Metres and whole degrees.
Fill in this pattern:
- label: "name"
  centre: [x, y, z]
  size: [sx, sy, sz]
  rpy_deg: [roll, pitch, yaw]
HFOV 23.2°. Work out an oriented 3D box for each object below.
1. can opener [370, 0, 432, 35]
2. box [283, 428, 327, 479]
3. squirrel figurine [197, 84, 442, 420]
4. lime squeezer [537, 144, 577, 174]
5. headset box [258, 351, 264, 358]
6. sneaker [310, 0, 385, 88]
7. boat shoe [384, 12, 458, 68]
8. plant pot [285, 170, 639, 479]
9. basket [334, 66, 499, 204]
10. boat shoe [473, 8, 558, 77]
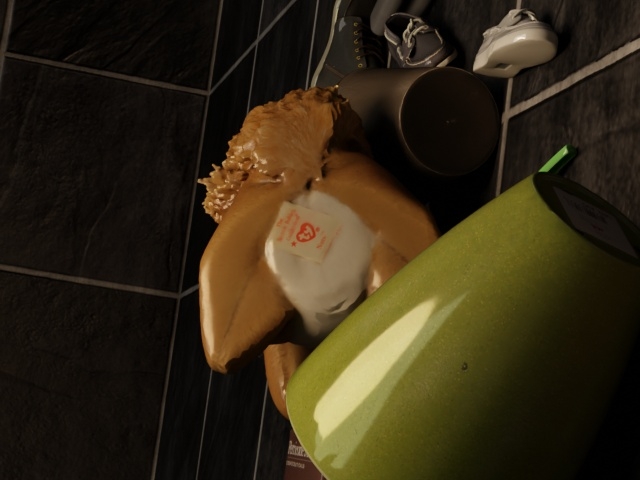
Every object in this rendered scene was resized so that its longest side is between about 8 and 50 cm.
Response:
- label: "can opener"
  centre: [0.136, -0.359, 2.080]
  size: [0.280, 0.074, 0.093]
  rpy_deg: [122, 153, -56]
- label: "box"
  centre: [0.019, 0.425, 1.879]
  size: [0.191, 0.143, 0.381]
  rpy_deg: [159, 122, -74]
- label: "squirrel figurine"
  centre: [0.011, 0.030, 1.835]
  size: [0.370, 0.281, 0.397]
  rpy_deg: [64, -171, -66]
- label: "lime squeezer"
  centre: [0.188, 0.026, 1.658]
  size: [0.110, 0.059, 0.310]
  rpy_deg: [-115, 38, -66]
- label: "headset box"
  centre: [0.000, 0.000, 2.202]
  size: [0.246, 0.131, 0.283]
  rpy_deg: [-102, 33, -56]
- label: "sneaker"
  centre: [0.070, -0.297, 2.325]
  size: [0.118, 0.083, 0.222]
  rpy_deg: [23, 96, 56]
- label: "boat shoe"
  centre: [0.122, -0.256, 2.032]
  size: [0.075, 0.065, 0.206]
  rpy_deg: [-36, 18, 2]
- label: "plant pot"
  centre: [0.159, 0.092, 1.388]
  size: [0.293, 0.275, 0.274]
  rpy_deg: [-57, 23, 23]
- label: "basket"
  centre: [0.111, -0.127, 1.883]
  size: [0.227, 0.154, 0.204]
  rpy_deg: [170, 92, -70]
- label: "boat shoe"
  centre: [0.217, -0.224, 1.720]
  size: [0.184, 0.066, 0.063]
  rpy_deg: [139, 139, -83]
